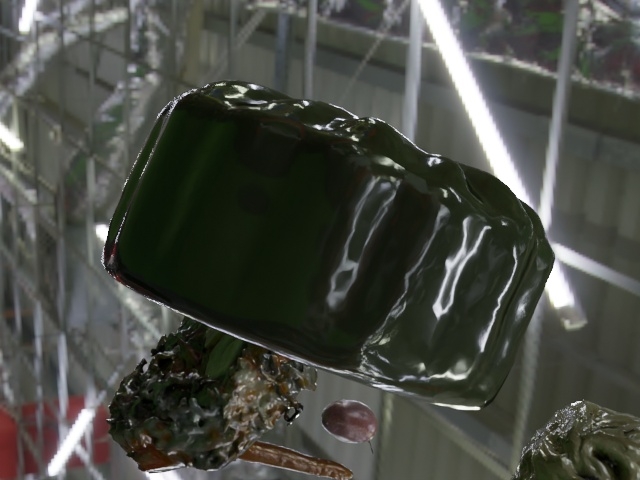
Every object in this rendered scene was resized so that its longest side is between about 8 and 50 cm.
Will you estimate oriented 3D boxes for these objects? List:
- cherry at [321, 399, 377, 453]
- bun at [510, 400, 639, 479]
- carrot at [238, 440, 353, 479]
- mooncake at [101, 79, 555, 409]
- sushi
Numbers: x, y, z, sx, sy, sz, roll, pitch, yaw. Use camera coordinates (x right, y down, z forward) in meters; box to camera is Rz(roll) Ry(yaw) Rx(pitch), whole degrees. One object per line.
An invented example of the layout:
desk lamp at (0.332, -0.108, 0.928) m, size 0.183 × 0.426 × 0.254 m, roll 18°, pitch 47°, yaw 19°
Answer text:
cherry at (0.060, 0.363, 2.182) m, size 0.106 × 0.126 × 0.087 m, roll 6°, pitch -116°, yaw 25°
bun at (0.463, 0.439, 1.776) m, size 0.234 × 0.326 × 0.362 m, roll 84°, pitch 28°, yaw -53°
carrot at (-0.053, 0.404, 1.994) m, size 0.043 × 0.248 × 0.043 m, roll -163°, pitch -90°, yaw -74°
mooncake at (0.000, 0.000, 0.870) m, size 0.351 × 0.351 × 0.187 m, roll 21°, pitch -91°, yaw 60°
sushi at (-0.168, 0.203, 1.805) m, size 0.417 × 0.176 × 0.417 m, roll -38°, pitch -157°, yaw 19°
